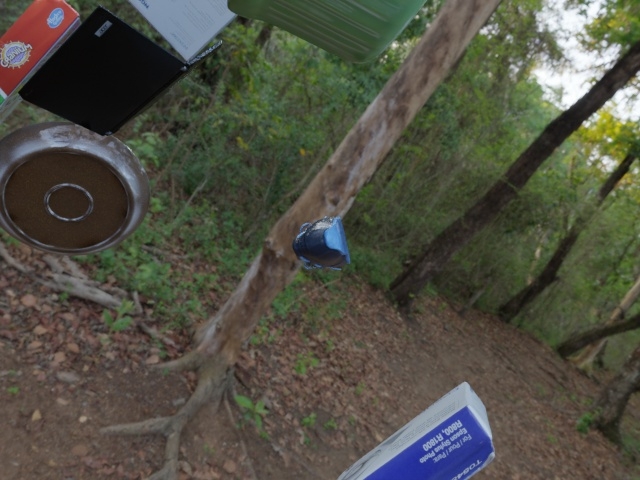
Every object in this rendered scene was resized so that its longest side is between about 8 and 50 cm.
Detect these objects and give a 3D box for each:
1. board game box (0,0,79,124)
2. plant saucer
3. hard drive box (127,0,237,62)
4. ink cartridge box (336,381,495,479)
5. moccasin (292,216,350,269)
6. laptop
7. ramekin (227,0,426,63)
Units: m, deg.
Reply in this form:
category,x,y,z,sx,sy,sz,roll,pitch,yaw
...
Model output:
category,x,y,z,sx,sy,sz,roll,pitch,yaw
board game box,-0.587,-0.321,0.945,0.064,0.317,0.242,41,-5,-28
plant saucer,-0.505,-0.085,0.995,0.310,0.311,0.050,27,21,-35
hard drive box,-0.259,-0.524,1.027,0.181,0.232,0.089,45,16,-32
ink cartridge box,0.090,0.255,0.558,0.045,0.223,0.224,52,7,15
moccasin,0.000,0.000,1.165,0.342,0.116,0.138,51,26,-78
laptop,-0.337,-0.305,0.872,0.137,0.234,0.264,52,29,-22
ramekin,0.044,-0.319,0.454,0.148,0.304,0.303,25,15,-15
